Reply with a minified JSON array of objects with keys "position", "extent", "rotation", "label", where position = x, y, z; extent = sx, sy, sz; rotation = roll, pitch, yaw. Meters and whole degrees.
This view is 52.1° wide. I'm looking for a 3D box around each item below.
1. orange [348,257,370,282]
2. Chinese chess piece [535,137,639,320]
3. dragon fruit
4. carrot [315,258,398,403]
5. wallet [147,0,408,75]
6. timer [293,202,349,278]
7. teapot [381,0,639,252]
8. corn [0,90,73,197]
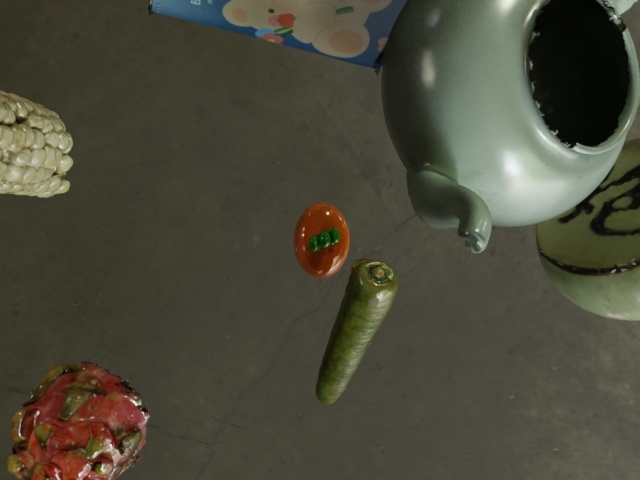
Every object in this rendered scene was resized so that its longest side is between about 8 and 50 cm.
[{"position":[0.104,0.088,1.572],"extent":[0.086,0.062,0.086],"rotation":[12,52,-16],"label":"orange"},{"position":[0.545,-0.031,1.128],"extent":[0.146,0.349,0.349],"rotation":[46,73,-26],"label":"Chinese chess piece"},{"position":[-0.573,0.444,1.471],"extent":[0.296,0.314,0.263],"rotation":[31,39,14],"label":"dragon fruit"},{"position":[0.046,0.163,1.045],"extent":[0.074,0.358,0.074],"rotation":[8,45,-9],"label":"carrot"},{"position":[-0.022,-0.208,0.498],"extent":[0.202,0.141,0.059],"rotation":[11,59,-13],"label":"wallet"},{"position":[0.000,0.000,1.104],"extent":[0.099,0.136,0.136],"rotation":[-9,72,2],"label":"timer"},{"position":[0.139,-0.107,0.459],"extent":[0.193,0.129,0.294],"rotation":[47,69,-22],"label":"teapot"},{"position":[-0.237,-0.071,0.442],"extent":[0.087,0.211,0.087],"rotation":[0,89,20],"label":"corn"}]
